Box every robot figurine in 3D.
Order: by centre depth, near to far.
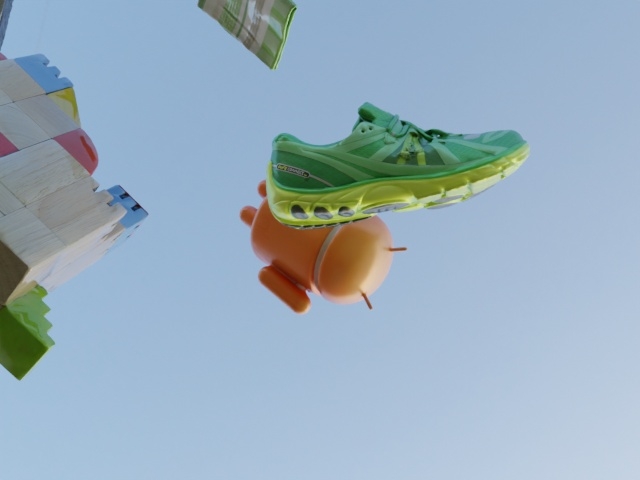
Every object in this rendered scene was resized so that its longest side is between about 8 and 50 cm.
[{"bbox_3d":[-0.001,0.002,0.938,0.219,0.158,0.128,29,-47,29],"label":"robot figurine"}]

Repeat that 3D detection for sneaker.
[{"bbox_3d":[0.086,-0.092,0.780,0.295,0.109,0.123,-9,-99,-13],"label":"sneaker"}]

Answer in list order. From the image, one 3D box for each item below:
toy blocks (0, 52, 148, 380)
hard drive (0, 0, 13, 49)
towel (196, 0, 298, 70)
[{"bbox_3d":[-0.314,-0.091,0.679,0.381,0.261,0.191,44,-65,-3],"label":"toy blocks"},{"bbox_3d":[-0.205,-0.141,0.329,0.135,0.022,0.094,15,-85,-16],"label":"hard drive"},{"bbox_3d":[-0.100,-0.307,0.963,0.152,0.023,0.113,44,-36,15],"label":"towel"}]
